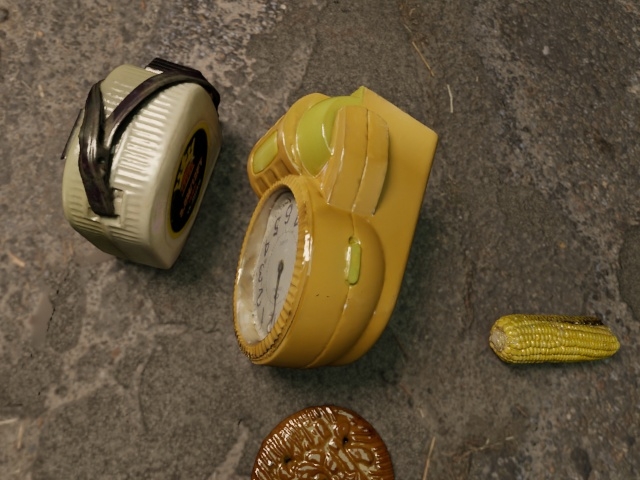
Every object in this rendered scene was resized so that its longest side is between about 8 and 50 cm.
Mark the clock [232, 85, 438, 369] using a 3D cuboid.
[{"bbox_3d":[0.000,0.000,0.542,0.200,0.244,0.317,16,72,-22],"label":"clock"}]

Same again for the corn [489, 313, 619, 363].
[{"bbox_3d":[0.350,0.147,0.648,0.203,0.072,0.072,3,72,-11],"label":"corn"}]

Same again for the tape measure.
[{"bbox_3d":[-0.211,-0.120,0.539,0.133,0.231,0.271,18,70,-3],"label":"tape measure"}]

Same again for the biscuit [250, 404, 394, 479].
[{"bbox_3d":[0.005,0.307,0.549,0.188,0.027,0.187,3,72,-9],"label":"biscuit"}]
